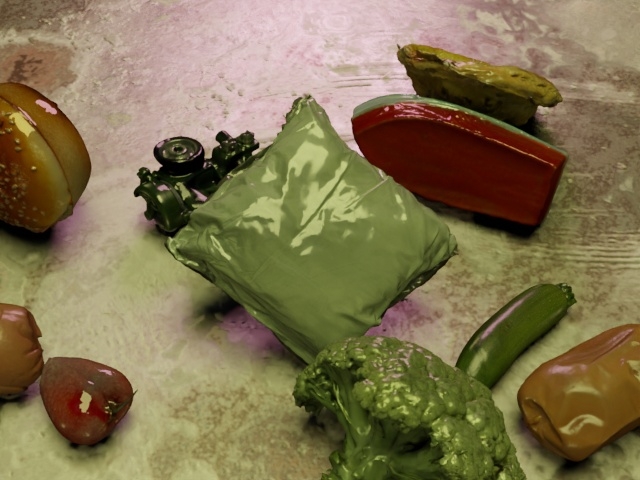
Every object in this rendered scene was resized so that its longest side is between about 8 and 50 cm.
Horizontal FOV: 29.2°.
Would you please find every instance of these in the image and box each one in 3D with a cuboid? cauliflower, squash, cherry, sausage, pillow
[{"bbox_3d":[0.093,0.254,1.466,0.272,0.275,0.250,35,88,-14],"label":"cauliflower"},{"bbox_3d":[0.258,0.125,1.661,0.069,0.069,0.258,36,54,23],"label":"squash"},{"bbox_3d":[-0.289,0.197,1.529,0.106,0.087,0.126,-23,42,-26],"label":"cherry"},{"bbox_3d":[0.370,0.189,1.579,0.241,0.120,0.136,-20,65,-22],"label":"sausage"},{"bbox_3d":[-0.501,0.139,1.537,0.304,0.121,0.121,-2,49,-10],"label":"sausage"},{"bbox_3d":[0.000,0.000,1.613,0.310,0.138,0.283,40,82,-4],"label":"pillow"}]

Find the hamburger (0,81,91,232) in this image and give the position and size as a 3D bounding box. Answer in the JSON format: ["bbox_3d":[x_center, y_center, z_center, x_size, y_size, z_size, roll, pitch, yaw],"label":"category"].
[{"bbox_3d":[-0.417,-0.116,1.699,0.237,0.237,0.147,32,63,21],"label":"hamburger"}]

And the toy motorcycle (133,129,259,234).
[{"bbox_3d":[-0.124,-0.055,1.743,0.205,0.127,0.275,-30,54,-31],"label":"toy motorcycle"}]

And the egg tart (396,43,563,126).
[{"bbox_3d":[0.240,-0.240,1.914,0.279,0.095,0.279,15,10,-3],"label":"egg tart"}]

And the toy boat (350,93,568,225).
[{"bbox_3d":[0.199,-0.136,1.845,0.332,0.145,0.133,19,26,8],"label":"toy boat"}]
